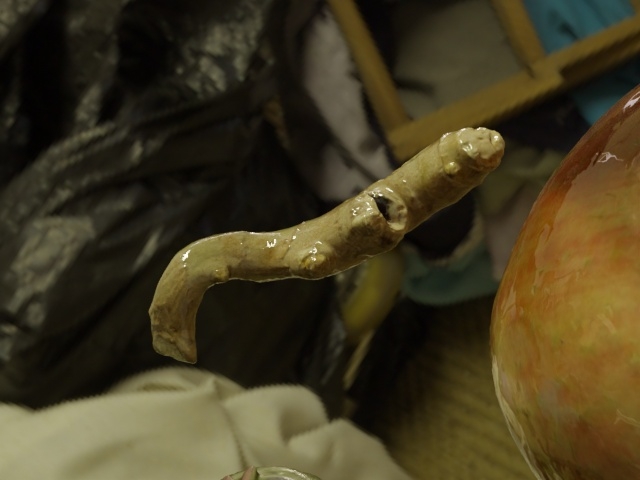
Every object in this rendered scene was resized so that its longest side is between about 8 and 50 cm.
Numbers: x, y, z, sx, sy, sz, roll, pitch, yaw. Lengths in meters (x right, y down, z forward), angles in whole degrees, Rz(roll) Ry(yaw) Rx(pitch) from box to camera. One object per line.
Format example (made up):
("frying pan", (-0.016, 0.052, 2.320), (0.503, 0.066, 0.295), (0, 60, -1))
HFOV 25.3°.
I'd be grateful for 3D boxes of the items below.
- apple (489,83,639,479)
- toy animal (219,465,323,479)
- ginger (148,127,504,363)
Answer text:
("apple", (0.298, 0.065, 0.889), (0.346, 0.391, 0.391), (-11, 53, 50))
("toy animal", (-0.005, 0.138, 0.521), (0.137, 0.098, 0.098), (8, 68, 44))
("ginger", (0.000, 0.000, 0.998), (0.288, 0.075, 0.089), (-27, 15, 5))
